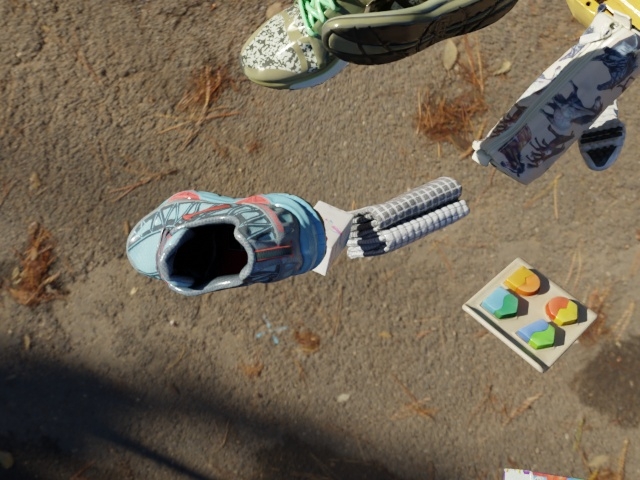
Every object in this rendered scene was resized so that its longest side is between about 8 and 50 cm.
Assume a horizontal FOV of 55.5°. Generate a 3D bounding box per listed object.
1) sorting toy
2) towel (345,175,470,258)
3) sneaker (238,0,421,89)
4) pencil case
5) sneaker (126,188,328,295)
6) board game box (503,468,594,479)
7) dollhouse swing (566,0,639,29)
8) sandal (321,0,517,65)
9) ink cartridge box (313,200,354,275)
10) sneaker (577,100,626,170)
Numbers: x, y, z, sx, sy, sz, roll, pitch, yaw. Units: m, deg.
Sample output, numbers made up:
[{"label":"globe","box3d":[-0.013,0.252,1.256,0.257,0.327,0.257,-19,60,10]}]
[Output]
[{"label":"sorting toy","box3d":[0.411,0.133,1.182,0.193,0.208,0.038,41,146,27]},{"label":"towel","box3d":[0.191,-0.059,1.485,0.235,0.284,0.121,-24,94,-17]},{"label":"sneaker","box3d":[0.035,-0.390,0.964,0.411,0.182,0.158,-25,70,12]},{"label":"pencil case","box3d":[0.517,-0.299,1.319,0.184,0.159,0.410,23,117,-42]},{"label":"sneaker","box3d":[-0.129,0.001,0.619,0.262,0.125,0.104,-6,99,37]},{"label":"board game box","box3d":[0.528,0.557,1.232,0.276,0.142,0.144,10,161,-2]},{"label":"dollhouse swing","box3d":[0.810,-0.706,1.498,0.347,0.305,0.315,-39,63,13]},{"label":"sandal","box3d":[0.140,-0.333,0.878,0.303,0.120,0.086,-20,81,-9]},{"label":"ink cartridge box","box3d":[0.000,0.000,1.343,0.090,0.143,0.092,23,136,12]},{"label":"sneaker","box3d":[0.709,-0.254,1.527,0.110,0.292,0.118,-4,129,28]}]
